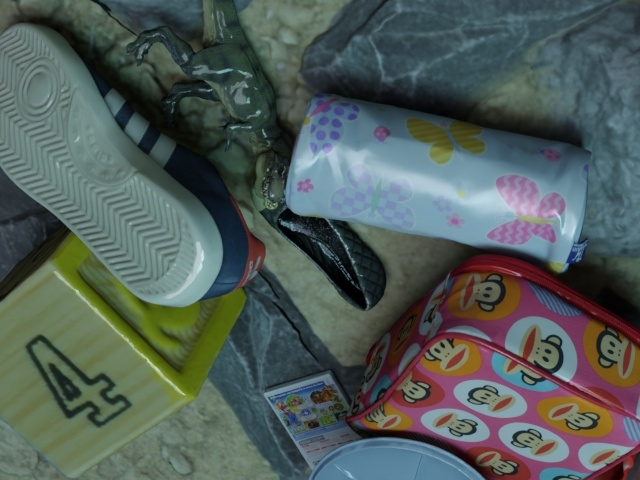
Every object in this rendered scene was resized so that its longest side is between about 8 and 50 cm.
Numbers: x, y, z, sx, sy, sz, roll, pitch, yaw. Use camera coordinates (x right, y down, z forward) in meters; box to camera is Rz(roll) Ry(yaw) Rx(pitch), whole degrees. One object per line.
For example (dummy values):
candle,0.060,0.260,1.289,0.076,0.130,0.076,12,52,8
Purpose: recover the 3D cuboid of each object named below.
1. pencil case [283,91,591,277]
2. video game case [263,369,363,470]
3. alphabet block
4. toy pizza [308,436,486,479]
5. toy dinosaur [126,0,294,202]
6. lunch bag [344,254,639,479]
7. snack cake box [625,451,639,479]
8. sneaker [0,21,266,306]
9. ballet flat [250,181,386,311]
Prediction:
pencil case,0.106,-0.051,0.989,0.273,0.113,0.124,15,138,7
video game case,0.002,0.204,1.231,0.087,0.011,0.122,-20,113,26
alphabet block,-0.225,0.087,1.120,0.197,0.192,0.193,-36,107,29
toy pizza,0.084,0.266,1.088,0.201,0.032,0.201,8,124,13
toy dinosaur,-0.105,-0.159,1.018,0.118,0.064,0.268,-10,114,17
lunch bag,0.183,0.155,1.037,0.258,0.120,0.293,29,146,-6
snack cake box,0.361,0.163,1.022,0.089,0.152,0.264,18,124,5
sneaker,-0.185,-0.069,1.037,0.131,0.148,0.350,-50,66,20
ballet flat,0.000,0.000,1.086,0.173,0.049,0.057,41,121,-10
